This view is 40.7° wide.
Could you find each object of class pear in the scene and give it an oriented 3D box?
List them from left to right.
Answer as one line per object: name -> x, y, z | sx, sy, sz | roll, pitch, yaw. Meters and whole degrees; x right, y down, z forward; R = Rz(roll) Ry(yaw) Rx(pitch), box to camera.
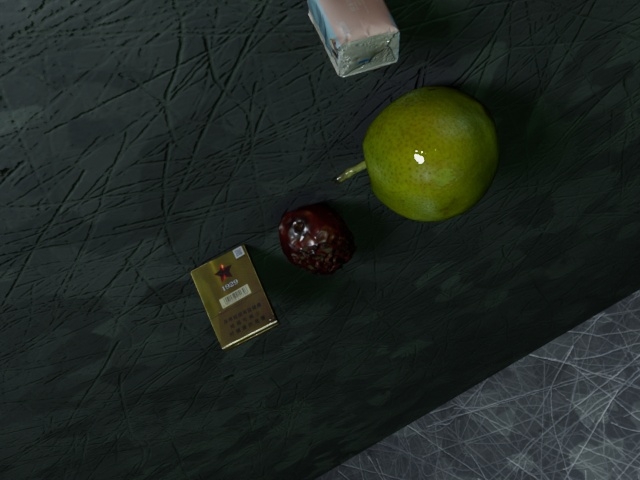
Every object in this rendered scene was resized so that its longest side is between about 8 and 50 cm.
pear -> 0.117, -0.107, 1.099 | 0.216, 0.166, 0.180 | -5, 167, 8

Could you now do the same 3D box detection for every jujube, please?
jujube -> 0.003, 0.002, 1.249 | 0.104, 0.104, 0.166 | -33, 157, 15

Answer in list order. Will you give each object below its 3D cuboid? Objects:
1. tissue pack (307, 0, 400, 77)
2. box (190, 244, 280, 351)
tissue pack -> 0.033, -0.220, 0.874 | 0.074, 0.094, 0.059 | -18, 153, -12
box -> -0.123, 0.082, 1.240 | 0.090, 0.133, 0.023 | -28, 156, 2
